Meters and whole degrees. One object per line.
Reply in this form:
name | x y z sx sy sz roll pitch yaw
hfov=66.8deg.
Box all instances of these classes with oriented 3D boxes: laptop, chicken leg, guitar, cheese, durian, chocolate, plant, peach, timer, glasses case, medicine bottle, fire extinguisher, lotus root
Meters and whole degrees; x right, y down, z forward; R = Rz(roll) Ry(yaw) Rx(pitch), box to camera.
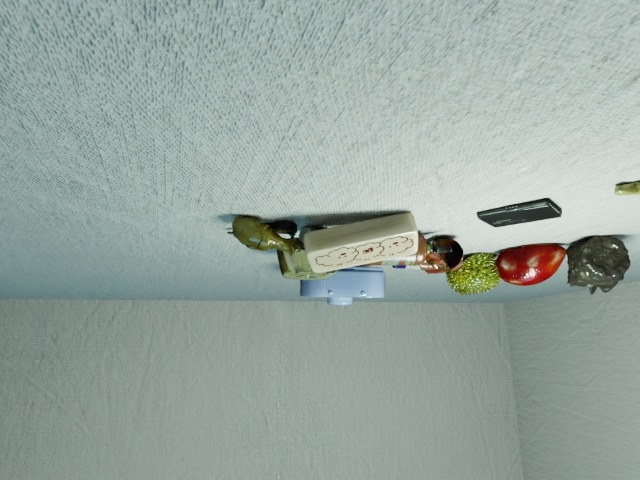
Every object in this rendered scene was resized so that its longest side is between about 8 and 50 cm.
laptop | 0.588 -0.076 1.437 0.207 0.026 0.154 -11 164 37
chicken leg | -0.161 -0.008 1.461 0.227 0.088 0.103 18 144 -18
guitar | -0.188 -0.034 1.542 0.233 0.025 0.088 -4 166 15
cheese | 0.785 -0.131 1.216 0.083 0.030 0.044 -2 174 30
durian | 0.666 0.148 2.110 0.237 0.176 0.200 -23 177 31
chocolate | 0.436 0.045 1.756 0.127 0.124 0.133 7 -164 -44
plant | 1.046 0.093 1.868 0.188 0.199 0.276 -1 162 11
peach | 0.840 0.101 1.940 0.267 0.154 0.158 -11 162 38
timer | 0.089 0.205 2.186 0.395 0.173 0.395 0 175 0
glasses case | 0.124 0.009 1.473 0.336 0.076 0.144 -12 148 5
medicine bottle | 0.000 0.000 1.583 0.130 0.080 0.080 7 164 -34
fire extinguisher | 0.247 0.022 1.694 0.376 0.113 0.200 0 -164 -1
lotus root | -0.053 0.085 1.854 0.235 0.119 0.138 1 161 -14

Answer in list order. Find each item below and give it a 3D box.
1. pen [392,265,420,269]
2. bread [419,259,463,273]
pen | 0.449 0.119 2.245 0.269 0.033 0.033 4 166 -26
bread | 0.498 0.098 2.078 0.192 0.067 0.119 -1 159 -8
